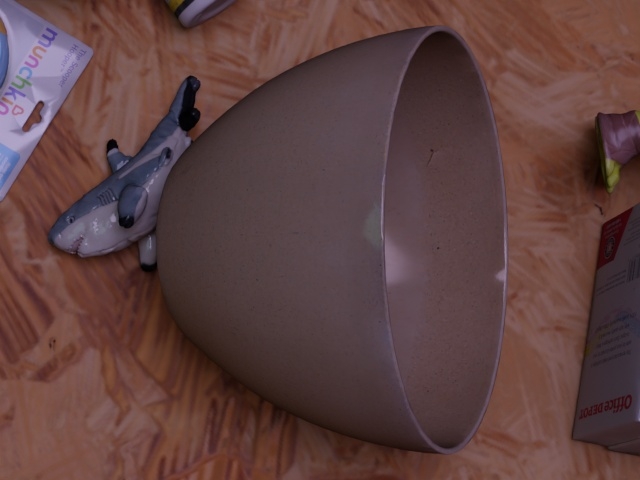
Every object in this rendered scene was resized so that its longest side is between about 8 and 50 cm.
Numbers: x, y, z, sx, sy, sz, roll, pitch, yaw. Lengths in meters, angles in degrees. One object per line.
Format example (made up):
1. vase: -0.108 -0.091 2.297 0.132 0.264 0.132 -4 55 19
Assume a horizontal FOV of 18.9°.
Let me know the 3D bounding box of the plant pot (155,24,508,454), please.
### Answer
1. plant pot: 0.000 0.000 1.308 0.191 0.284 0.284 0 76 21

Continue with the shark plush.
1. shark plush: -0.132 -0.056 1.377 0.067 0.073 0.161 19 77 22

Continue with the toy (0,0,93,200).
1. toy: -0.291 -0.148 1.352 0.237 0.056 0.137 31 74 -6

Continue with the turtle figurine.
1. turtle figurine: 0.314 -0.082 1.412 0.217 0.269 0.087 -8 106 7

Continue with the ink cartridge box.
1. ink cartridge box: 0.275 0.070 1.411 0.127 0.128 0.176 14 76 -11

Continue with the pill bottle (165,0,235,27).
1. pill bottle: -0.106 -0.220 1.410 0.065 0.065 0.116 -34 88 -18
